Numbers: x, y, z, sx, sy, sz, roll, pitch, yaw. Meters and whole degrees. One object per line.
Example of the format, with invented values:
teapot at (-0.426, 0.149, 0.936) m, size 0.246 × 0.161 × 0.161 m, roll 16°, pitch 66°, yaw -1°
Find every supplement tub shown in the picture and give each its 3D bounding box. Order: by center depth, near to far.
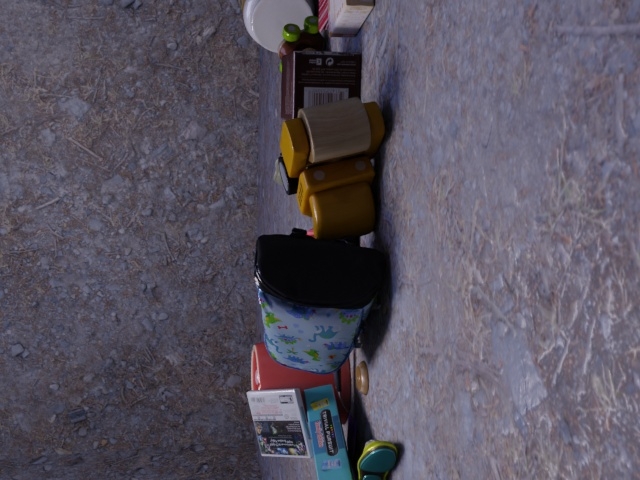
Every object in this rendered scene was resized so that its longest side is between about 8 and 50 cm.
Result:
supplement tub at (-0.141, -0.751, 2.290) m, size 0.316 × 0.228 × 0.229 m, roll -107°, pitch 19°, yaw -54°

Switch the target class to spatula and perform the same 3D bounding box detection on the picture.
spatula at (0.060, 0.407, 1.836) m, size 0.084 × 0.030 × 0.297 m, roll -151°, pitch 48°, yaw -78°

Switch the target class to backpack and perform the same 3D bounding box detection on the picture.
backpack at (-0.015, 0.154, 1.641) m, size 0.355 × 0.289 × 0.274 m, roll 102°, pitch 176°, yaw -72°

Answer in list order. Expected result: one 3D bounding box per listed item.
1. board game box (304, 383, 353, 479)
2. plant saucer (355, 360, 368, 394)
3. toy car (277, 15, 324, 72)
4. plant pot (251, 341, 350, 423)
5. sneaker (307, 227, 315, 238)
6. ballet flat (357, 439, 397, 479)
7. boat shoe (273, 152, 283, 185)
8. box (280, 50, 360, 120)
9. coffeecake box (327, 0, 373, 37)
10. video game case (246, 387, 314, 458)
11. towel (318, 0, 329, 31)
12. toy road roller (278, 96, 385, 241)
board game box at (0.037, 0.559, 1.727) m, size 0.336 × 0.079 × 0.254 m, roll -105°, pitch 3°, yaw -59°
plant saucer at (0.100, 0.335, 1.735) m, size 0.083 × 0.015 × 0.084 m, roll 179°, pitch 90°, yaw -78°
toy car at (-0.020, -0.525, 2.072) m, size 0.188 × 0.148 × 0.155 m, roll 50°, pitch 153°, yaw 25°
plant pot at (-0.064, 0.379, 1.980) m, size 0.275 × 0.243 × 0.275 m, roll 179°, pitch 90°, yaw -79°
sneaker at (0.000, -0.001, 1.893) m, size 0.314 × 0.136 × 0.116 m, roll 166°, pitch 104°, yaw -79°
ballet flat at (0.115, 0.478, 1.538) m, size 0.077 × 0.077 × 0.231 m, roll -89°, pitch 5°, yaw -47°
boat shoe at (-0.070, -0.260, 2.278) m, size 0.340 × 0.127 × 0.113 m, roll 127°, pitch 164°, yaw -76°
box at (-0.005, -0.384, 1.795) m, size 0.203 × 0.168 × 0.167 m, roll -137°, pitch 47°, yaw -74°
coffeecake box at (0.067, -0.578, 1.672) m, size 0.185 × 0.068 × 0.143 m, roll 154°, pitch 115°, yaw -77°
video game case at (-0.103, 0.463, 1.808) m, size 0.190 × 0.022 × 0.173 m, roll -14°, pitch 89°, yaw 43°
towel at (0.029, -0.725, 1.913) m, size 0.199 × 0.031 × 0.275 m, roll 165°, pitch 107°, yaw -78°
toy road roller at (0.036, -0.138, 1.577) m, size 0.329 × 0.202 × 0.241 m, roll 105°, pitch 149°, yaw -69°
